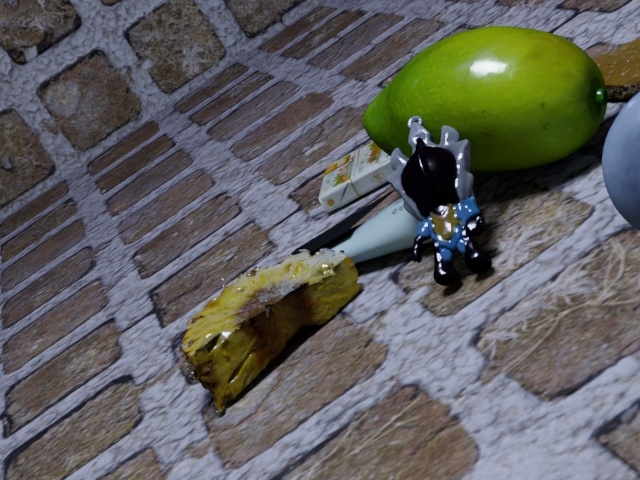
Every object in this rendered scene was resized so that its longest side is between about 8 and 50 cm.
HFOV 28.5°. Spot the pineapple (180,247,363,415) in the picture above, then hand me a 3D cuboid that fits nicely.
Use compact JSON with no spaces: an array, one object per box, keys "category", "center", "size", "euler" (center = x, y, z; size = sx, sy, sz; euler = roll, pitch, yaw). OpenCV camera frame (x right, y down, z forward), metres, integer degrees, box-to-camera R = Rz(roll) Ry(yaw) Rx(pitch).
[{"category":"pineapple","center":[-0.071,0.087,1.387],"size":[0.233,0.079,0.135],"euler":[-35,26,-24]}]

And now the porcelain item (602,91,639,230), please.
[{"category":"porcelain item","center":[0.315,-0.083,1.082],"size":[0.141,0.141,0.259],"euler":[-26,11,22]}]

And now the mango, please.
[{"category":"mango","center":[0.165,-0.148,1.419],"size":[0.343,0.192,0.156],"euler":[-9,70,56]}]

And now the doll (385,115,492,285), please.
[{"category":"doll","center":[0.120,-0.049,1.286],"size":[0.096,0.070,0.195],"euler":[-25,59,18]}]

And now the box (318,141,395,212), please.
[{"category":"box","center":[0.102,-0.118,1.679],"size":[0.220,0.032,0.122],"euler":[-28,19,17]}]

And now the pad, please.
[{"category":"pad","center":[0.000,0.000,1.511],"size":[0.190,0.004,0.127],"euler":[-30,6,40]}]

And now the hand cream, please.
[{"category":"hand cream","center":[0.046,-0.004,1.450],"size":[0.320,0.067,0.109],"euler":[-20,14,44]}]

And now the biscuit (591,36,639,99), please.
[{"category":"biscuit","center":[0.367,-0.205,1.466],"size":[0.131,0.026,0.237],"euler":[-38,18,-19]}]
